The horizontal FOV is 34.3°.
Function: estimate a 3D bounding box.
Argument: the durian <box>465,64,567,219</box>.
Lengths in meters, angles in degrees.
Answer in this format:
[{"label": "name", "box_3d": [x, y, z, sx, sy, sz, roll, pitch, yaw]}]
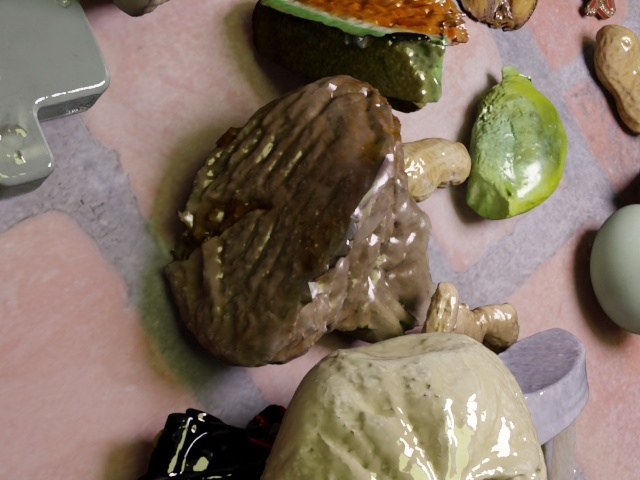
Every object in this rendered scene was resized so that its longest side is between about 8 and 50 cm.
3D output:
[{"label": "durian", "box_3d": [0.273, -0.129, 1.431, 0.139, 0.101, 0.250, 39, 56, -21]}]

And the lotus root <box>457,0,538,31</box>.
[{"label": "lotus root", "box_3d": [0.262, -0.481, 1.547, 0.167, 0.078, 0.329, -1, 77, -39]}]

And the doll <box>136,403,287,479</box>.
[{"label": "doll", "box_3d": [-0.092, 0.235, 1.060, 0.249, 0.088, 0.127, -5, 59, -47]}]

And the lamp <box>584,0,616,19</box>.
[{"label": "lamp", "box_3d": [0.454, -0.391, 1.697, 0.083, 0.031, 0.063, 0, 78, -41]}]

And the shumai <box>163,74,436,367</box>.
[{"label": "shumai", "box_3d": [0.000, 0.001, 1.180, 0.283, 0.217, 0.346, 42, 65, -60]}]

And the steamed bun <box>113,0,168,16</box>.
[{"label": "steamed bun", "box_3d": [-0.132, -0.412, 1.074, 0.219, 0.324, 0.309, 47, 45, -11]}]

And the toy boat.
[{"label": "toy boat", "box_3d": [0.285, 0.249, 1.310, 0.276, 0.111, 0.293, -57, 141, -53]}]

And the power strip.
[{"label": "power strip", "box_3d": [-0.326, -0.136, 1.003, 0.265, 0.059, 0.193, -21, 85, -39]}]

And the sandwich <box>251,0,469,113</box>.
[{"label": "sandwich", "box_3d": [0.072, -0.261, 1.295, 0.301, 0.250, 0.162, -55, 154, -44]}]

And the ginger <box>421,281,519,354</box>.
[{"label": "ginger", "box_3d": [0.173, 0.133, 1.280, 0.259, 0.065, 0.149, 15, 101, -60]}]

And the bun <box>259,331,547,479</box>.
[{"label": "bun", "box_3d": [0.104, 0.267, 1.046, 0.349, 0.227, 0.352, -37, 127, -31]}]

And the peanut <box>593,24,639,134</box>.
[{"label": "peanut", "box_3d": [0.494, -0.256, 1.648, 0.089, 0.089, 0.192, -43, 103, -37]}]

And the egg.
[{"label": "egg", "box_3d": [0.465, 0.042, 1.494, 0.149, 0.149, 0.192, -2, 76, -38]}]

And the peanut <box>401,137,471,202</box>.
[{"label": "peanut", "box_3d": [0.130, -0.090, 1.329, 0.174, 0.080, 0.080, -14, 85, -41]}]
